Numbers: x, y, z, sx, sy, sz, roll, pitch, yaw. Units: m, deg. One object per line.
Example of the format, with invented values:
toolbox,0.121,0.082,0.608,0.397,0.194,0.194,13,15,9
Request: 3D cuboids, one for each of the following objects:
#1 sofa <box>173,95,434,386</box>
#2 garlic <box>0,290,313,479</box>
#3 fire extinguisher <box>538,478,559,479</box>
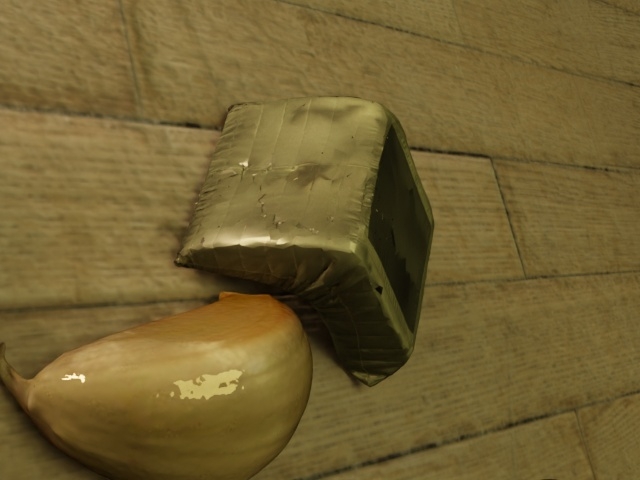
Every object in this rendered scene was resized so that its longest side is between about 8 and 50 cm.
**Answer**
sofa,0.000,0.000,0.857,0.225,0.176,0.210,61,34,-48
garlic,-0.107,0.115,0.682,0.245,0.145,0.164,-8,45,-44
fire extinguisher,0.198,0.360,0.901,0.252,0.106,0.075,-52,147,-43
